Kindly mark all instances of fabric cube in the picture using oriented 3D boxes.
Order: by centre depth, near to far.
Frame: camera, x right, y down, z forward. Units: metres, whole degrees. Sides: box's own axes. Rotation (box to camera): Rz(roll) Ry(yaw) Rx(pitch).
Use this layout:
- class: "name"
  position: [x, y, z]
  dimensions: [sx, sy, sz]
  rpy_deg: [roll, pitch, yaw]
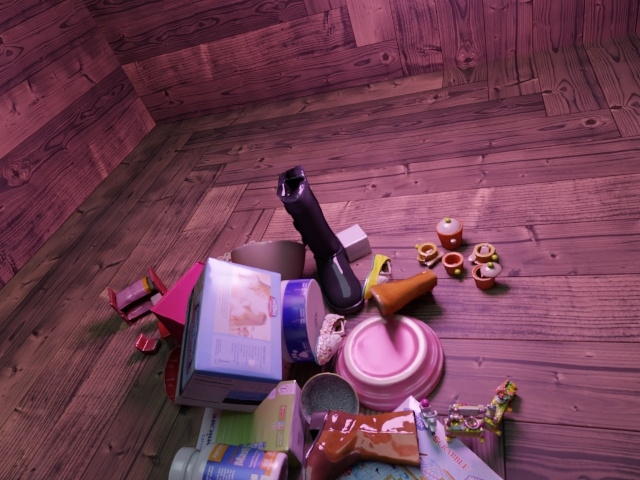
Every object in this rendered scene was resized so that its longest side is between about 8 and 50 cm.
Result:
- class: "fabric cube"
  position: [-0.377, 0.268, 1.608]
  dimensions: [0.259, 0.258, 0.254]
  rpy_deg: [14, 50, 36]

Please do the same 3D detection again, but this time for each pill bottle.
- class: "pill bottle"
  position: [-0.228, 0.592, 1.132]
  dimensions: [0.273, 0.152, 0.152]
  rpy_deg: [5, 44, 8]

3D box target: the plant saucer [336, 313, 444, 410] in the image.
- class: "plant saucer"
  position: [0.202, 0.347, 1.381]
  dimensions: [0.333, 0.084, 0.332]
  rpy_deg: [-13, 40, 11]

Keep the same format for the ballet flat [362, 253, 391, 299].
- class: "ballet flat"
  position: [0.209, 0.128, 1.632]
  dimensions: [0.078, 0.077, 0.231]
  rpy_deg: [9, 36, 14]

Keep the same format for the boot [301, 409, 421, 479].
- class: "boot"
  position: [0.104, 0.544, 1.117]
  dimensions: [0.281, 0.096, 0.264]
  rpy_deg: [-4, 32, 14]

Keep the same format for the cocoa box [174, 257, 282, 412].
- class: "cocoa box"
  position: [-0.251, 0.264, 1.275]
  dimensions: [0.232, 0.228, 0.346]
  rpy_deg: [15, 46, -22]

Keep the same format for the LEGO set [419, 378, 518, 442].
- class: "LEGO set"
  position: [0.397, 0.410, 1.132]
  dimensions: [0.287, 0.106, 0.132]
  rpy_deg: [-12, 31, -13]

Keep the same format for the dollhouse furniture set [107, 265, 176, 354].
- class: "dollhouse furniture set"
  position: [-0.701, 0.292, 1.816]
  dimensions: [0.201, 0.152, 0.374]
  rpy_deg: [-31, 39, -11]

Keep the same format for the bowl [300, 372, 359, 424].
- class: "bowl"
  position: [0.033, 0.458, 1.311]
  dimensions: [0.170, 0.080, 0.169]
  rpy_deg: [-1, 88, 13]

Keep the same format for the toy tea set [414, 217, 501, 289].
- class: "toy tea set"
  position: [0.492, 0.029, 1.579]
  dimensions: [0.200, 0.124, 0.336]
  rpy_deg: [-39, 41, -20]

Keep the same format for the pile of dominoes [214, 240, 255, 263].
- class: "pile of dominoes"
  position: [-0.384, 0.090, 1.992]
  dimensions: [0.251, 0.040, 0.196]
  rpy_deg: [-25, 39, -5]

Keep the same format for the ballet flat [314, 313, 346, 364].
- class: "ballet flat"
  position: [0.036, 0.307, 1.460]
  dimensions: [0.077, 0.091, 0.241]
  rpy_deg: [-8, 23, 14]

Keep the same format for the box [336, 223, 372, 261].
- class: "box"
  position: [0.132, 0.010, 1.802]
  dimensions: [0.101, 0.087, 0.102]
  rpy_deg: [-26, 39, -5]

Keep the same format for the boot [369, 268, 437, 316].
- class: "boot"
  position: [0.272, 0.154, 1.448]
  dimensions: [0.212, 0.295, 0.104]
  rpy_deg: [-25, 83, 6]

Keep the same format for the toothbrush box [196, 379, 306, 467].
- class: "toothbrush box"
  position: [-0.193, 0.539, 1.313]
  dimensions: [0.284, 0.122, 0.206]
  rpy_deg: [-11, 41, 13]

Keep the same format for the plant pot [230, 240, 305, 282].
- class: "plant pot"
  position: [-0.189, 0.128, 1.710]
  dimensions: [0.285, 0.284, 0.190]
  rpy_deg: [-10, 75, 15]

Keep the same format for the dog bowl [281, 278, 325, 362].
- class: "dog bowl"
  position: [-0.062, 0.257, 1.463]
  dimensions: [0.105, 0.264, 0.264]
  rpy_deg: [-6, 41, 12]

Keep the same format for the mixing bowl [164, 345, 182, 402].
- class: "mixing bowl"
  position: [-0.438, 0.448, 1.528]
  dimensions: [0.182, 0.098, 0.181]
  rpy_deg: [-14, 69, 42]

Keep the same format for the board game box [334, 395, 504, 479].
- class: "board game box"
  position: [0.221, 0.593, 1.098]
  dimensions: [0.318, 0.065, 0.319]
  rpy_deg: [-36, 40, -16]

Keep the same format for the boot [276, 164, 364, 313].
- class: "boot"
  position: [-0.001, -0.001, 1.590]
  dimensions: [0.146, 0.444, 0.367]
  rpy_deg: [-24, 39, -3]
